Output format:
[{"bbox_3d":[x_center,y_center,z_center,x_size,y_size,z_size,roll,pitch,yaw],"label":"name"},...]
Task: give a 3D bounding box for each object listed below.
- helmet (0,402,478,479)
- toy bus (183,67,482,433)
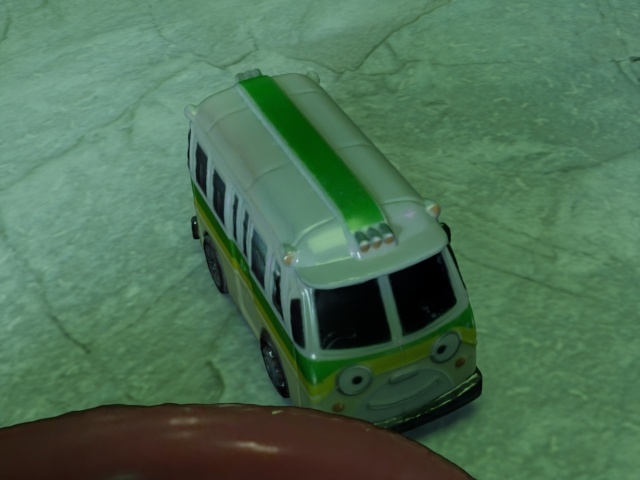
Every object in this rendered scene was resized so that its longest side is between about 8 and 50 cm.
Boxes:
[{"bbox_3d":[-0.054,0.263,0.461,0.385,0.230,0.337,9,37,-14],"label":"helmet"},{"bbox_3d":[0.000,0.000,0.849,0.143,0.179,0.305,-17,40,-16],"label":"toy bus"}]
